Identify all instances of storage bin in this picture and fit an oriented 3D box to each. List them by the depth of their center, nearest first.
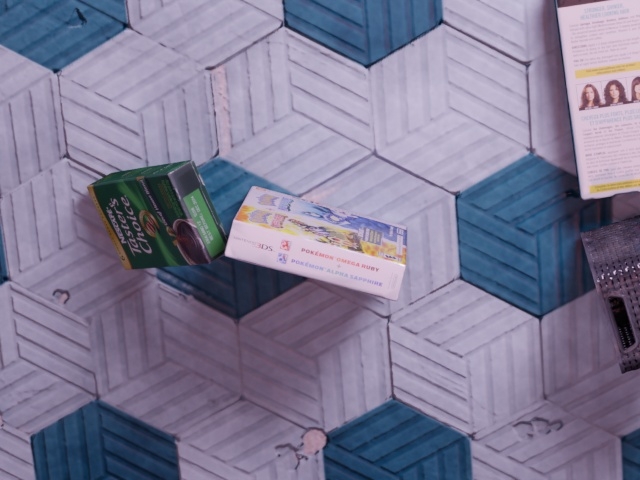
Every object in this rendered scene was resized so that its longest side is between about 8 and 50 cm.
[{"bbox_3d":[0.342,0.054,1.824,0.084,0.180,0.122,-17,104,8],"label":"storage bin"}]

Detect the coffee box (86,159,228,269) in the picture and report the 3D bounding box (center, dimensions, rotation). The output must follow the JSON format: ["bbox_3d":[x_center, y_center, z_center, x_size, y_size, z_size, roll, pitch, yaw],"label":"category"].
[{"bbox_3d":[-0.179,-0.025,1.855,0.040,0.184,0.113,-33,107,-33],"label":"coffee box"}]

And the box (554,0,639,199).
[{"bbox_3d":[0.314,-0.173,1.825,0.101,0.060,0.244,-8,105,6],"label":"box"}]

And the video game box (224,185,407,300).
[{"bbox_3d":[0.000,0.000,1.824,0.187,0.205,0.048,13,102,0],"label":"video game box"}]
